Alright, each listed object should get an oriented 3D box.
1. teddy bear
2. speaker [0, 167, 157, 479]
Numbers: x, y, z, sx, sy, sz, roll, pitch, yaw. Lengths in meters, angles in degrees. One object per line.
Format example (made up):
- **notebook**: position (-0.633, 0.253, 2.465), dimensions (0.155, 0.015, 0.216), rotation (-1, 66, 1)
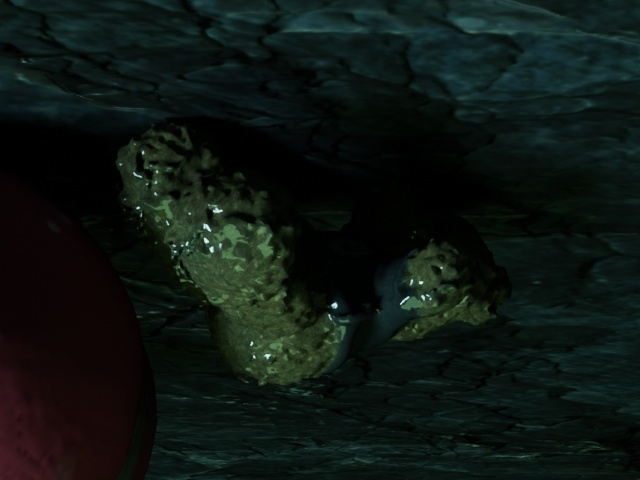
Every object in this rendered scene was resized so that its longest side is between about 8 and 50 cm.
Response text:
- **teddy bear**: position (-0.009, 0.018, 0.827), dimensions (0.251, 0.129, 0.182), rotation (11, -163, -39)
- **speaker**: position (-0.235, 0.080, 0.817), dimensions (0.294, 0.294, 0.294), rotation (2, 162, 1)
